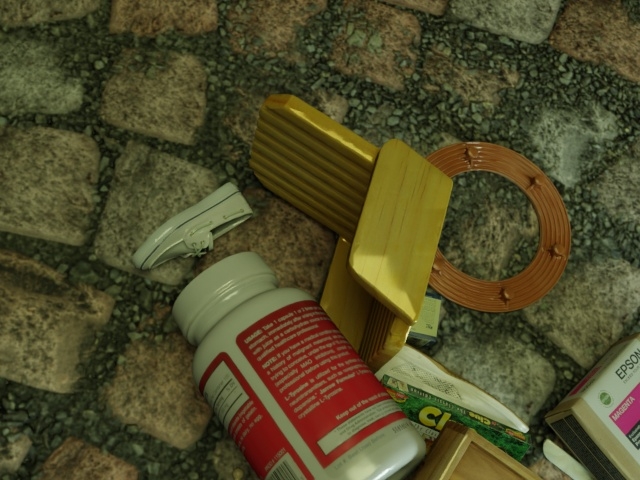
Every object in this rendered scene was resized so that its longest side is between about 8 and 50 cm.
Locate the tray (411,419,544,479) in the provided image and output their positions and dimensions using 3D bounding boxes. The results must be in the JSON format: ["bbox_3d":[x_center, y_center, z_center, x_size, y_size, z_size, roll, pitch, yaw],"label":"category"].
[{"bbox_3d":[0.300,0.461,1.278,0.411,0.076,0.203,37,78,-15],"label":"tray"}]

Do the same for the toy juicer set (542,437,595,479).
[{"bbox_3d":[0.444,0.509,1.416,0.209,0.089,0.329,18,69,-5],"label":"toy juicer set"}]

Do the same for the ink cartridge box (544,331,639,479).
[{"bbox_3d":[0.533,0.301,1.488,0.235,0.088,0.193,-36,83,-29],"label":"ink cartridge box"}]

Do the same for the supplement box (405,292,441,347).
[{"bbox_3d":[0.157,0.133,1.499,0.083,0.056,0.083,13,69,-7],"label":"supplement box"}]

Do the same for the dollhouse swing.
[{"bbox_3d":[0.000,0.000,1.355,0.305,0.347,0.315,19,69,-3],"label":"dollhouse swing"}]

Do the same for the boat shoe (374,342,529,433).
[{"bbox_3d":[0.211,0.269,1.451,0.277,0.098,0.096,30,83,5],"label":"boat shoe"}]

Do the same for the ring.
[{"bbox_3d":[0.308,-0.033,1.600,0.337,0.032,0.336,4,71,-11],"label":"ring"}]

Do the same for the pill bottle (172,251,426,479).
[{"bbox_3d":[-0.047,0.222,1.317,0.229,0.229,0.407,-31,67,-19],"label":"pill bottle"}]

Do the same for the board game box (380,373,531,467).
[{"bbox_3d":[0.194,0.320,1.411,0.260,0.136,0.030,23,27,-3],"label":"board game box"}]

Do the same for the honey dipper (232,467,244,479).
[{"bbox_3d":[-0.139,0.435,1.351,0.030,0.030,0.160,10,69,-8],"label":"honey dipper"}]

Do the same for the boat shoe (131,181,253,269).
[{"bbox_3d":[-0.208,-0.012,1.457,0.226,0.083,0.076,-40,82,-21],"label":"boat shoe"}]
